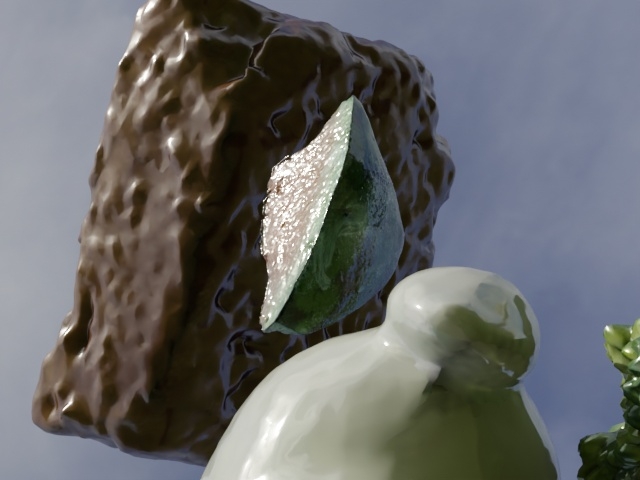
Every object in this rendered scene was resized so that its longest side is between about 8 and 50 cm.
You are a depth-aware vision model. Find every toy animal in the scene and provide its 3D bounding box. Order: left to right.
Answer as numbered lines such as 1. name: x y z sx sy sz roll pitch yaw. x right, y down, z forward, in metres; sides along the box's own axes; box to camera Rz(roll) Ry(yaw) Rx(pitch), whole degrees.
1. toy animal: 0.011 0.150 0.566 0.196 0.367 0.241 21 -72 7

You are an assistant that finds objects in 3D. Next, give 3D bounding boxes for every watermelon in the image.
1. watermelon: 0.006 0.001 0.902 0.101 0.080 0.155 49 -145 -30

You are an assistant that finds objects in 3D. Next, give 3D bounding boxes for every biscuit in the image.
1. biscuit: -0.044 0.005 1.188 0.343 0.166 0.395 12 -88 -50

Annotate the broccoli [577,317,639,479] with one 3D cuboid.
1. broccoli: 0.264 0.103 0.637 0.288 0.260 0.235 39 -115 -15
